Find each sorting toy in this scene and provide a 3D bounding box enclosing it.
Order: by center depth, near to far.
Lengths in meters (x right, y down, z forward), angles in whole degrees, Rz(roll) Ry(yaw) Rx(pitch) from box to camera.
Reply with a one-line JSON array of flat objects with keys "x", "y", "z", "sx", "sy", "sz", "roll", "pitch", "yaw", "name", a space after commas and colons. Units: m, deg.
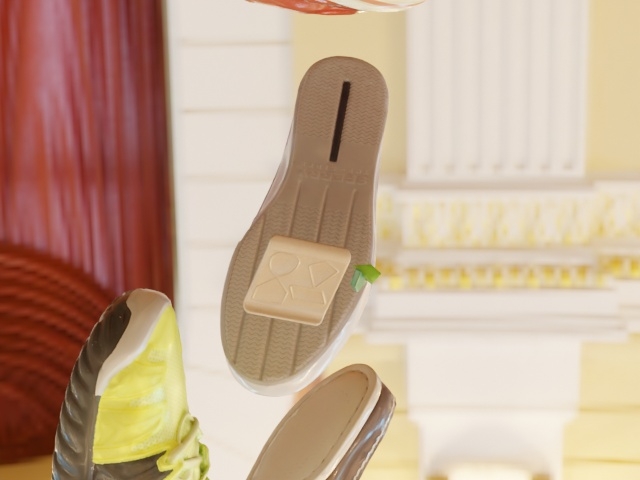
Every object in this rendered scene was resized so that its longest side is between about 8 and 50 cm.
[{"x": -0.004, "y": 0.027, "z": 1.167, "sx": 0.083, "sy": 0.062, "sz": 0.012, "roll": 11, "pitch": -148, "yaw": -19, "name": "sorting toy"}]

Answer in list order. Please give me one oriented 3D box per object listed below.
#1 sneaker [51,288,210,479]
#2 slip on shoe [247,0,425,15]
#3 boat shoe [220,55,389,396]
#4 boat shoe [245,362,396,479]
[{"x": -0.120, "y": 0.220, "z": 1.343, "sx": 0.147, "sy": 0.385, "sz": 0.145, "roll": 6, "pitch": -161, "yaw": 10, "name": "sneaker"}, {"x": -0.085, "y": -0.186, "z": 0.885, "sx": 0.331, "sy": 0.123, "sz": 0.101, "roll": 15, "pitch": 165, "yaw": -31, "name": "slip on shoe"}, {"x": 0.000, "y": 0.000, "z": 1.545, "sx": 0.121, "sy": 0.119, "sz": 0.335, "roll": 14, "pitch": -120, "yaw": 8, "name": "boat shoe"}, {"x": -0.022, "y": 0.272, "z": 1.781, "sx": 0.096, "sy": 0.324, "sz": 0.116, "roll": 35, "pitch": -178, "yaw": -28, "name": "boat shoe"}]
